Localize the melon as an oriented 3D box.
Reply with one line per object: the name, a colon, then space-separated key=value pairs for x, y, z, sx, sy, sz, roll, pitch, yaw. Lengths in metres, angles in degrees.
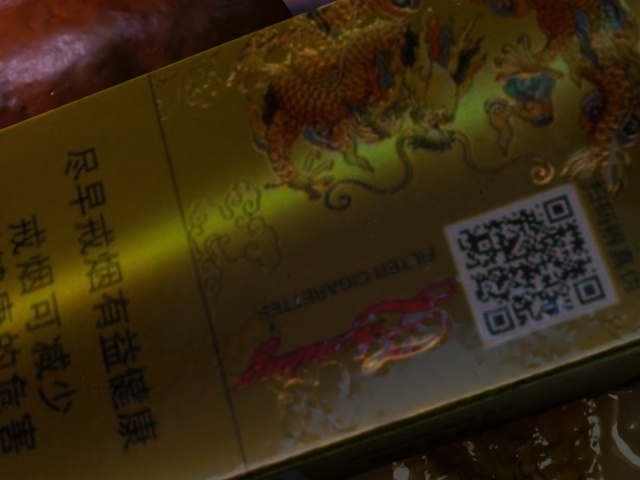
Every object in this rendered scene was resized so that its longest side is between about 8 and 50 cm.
melon: x=0.070 y=0.078 z=0.542 sx=0.160 sy=0.079 sz=0.128 roll=-31 pitch=80 yaw=-2

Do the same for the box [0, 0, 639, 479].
box: x=0.000 y=0.000 z=0.519 sx=0.311 sy=0.043 sz=0.173 roll=-20 pitch=64 yaw=7

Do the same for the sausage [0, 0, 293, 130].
sausage: x=-0.142 y=-0.060 z=0.627 sx=0.270 sy=0.109 sz=0.109 roll=-18 pitch=69 yaw=6
